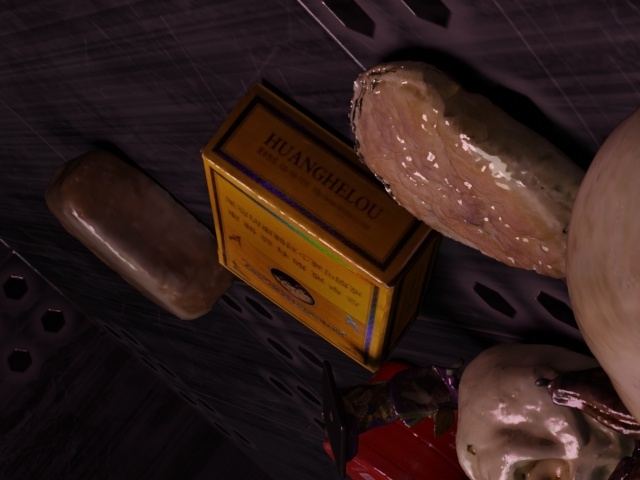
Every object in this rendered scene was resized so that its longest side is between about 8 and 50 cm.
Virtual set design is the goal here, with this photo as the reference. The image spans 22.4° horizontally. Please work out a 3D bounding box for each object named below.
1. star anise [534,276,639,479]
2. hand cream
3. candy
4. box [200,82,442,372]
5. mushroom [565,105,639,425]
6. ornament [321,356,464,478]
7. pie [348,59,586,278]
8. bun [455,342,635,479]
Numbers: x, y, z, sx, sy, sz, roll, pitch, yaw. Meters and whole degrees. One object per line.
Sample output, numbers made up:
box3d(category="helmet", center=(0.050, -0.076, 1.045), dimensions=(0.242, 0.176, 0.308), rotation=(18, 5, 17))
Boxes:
box3d(category="star anise", center=(0.274, 0.105, 1.069), dimensions=(0.272, 0.102, 0.272), rotation=(23, 135, 25))
box3d(category="hand cream", center=(0.110, 0.234, 1.784), dimensions=(0.193, 0.125, 0.193), rotation=(36, 164, 12))
box3d(category="candy", center=(-0.207, -0.008, 1.873), dimensions=(0.234, 0.102, 0.104), rotation=(45, 164, -17))
box3d(category="box", center=(0.000, 0.000, 1.418), dimensions=(0.193, 0.084, 0.301), rotation=(36, 166, 10))
box3d(category="mushroom", center=(0.242, 0.052, 0.676), dimensions=(0.315, 0.315, 0.356), rotation=(36, -160, 12))
box3d(category="ornament", center=(0.101, 0.141, 1.475), dimensions=(0.081, 0.203, 0.088), rotation=(80, 177, -48))
box3d(category="pie", center=(0.097, -0.051, 1.092), dimensions=(0.218, 0.052, 0.185), rotation=(23, 160, 52))
box3d(category="bun", center=(0.209, 0.188, 1.364), dimensions=(0.231, 0.133, 0.231), rotation=(30, 157, 14))
